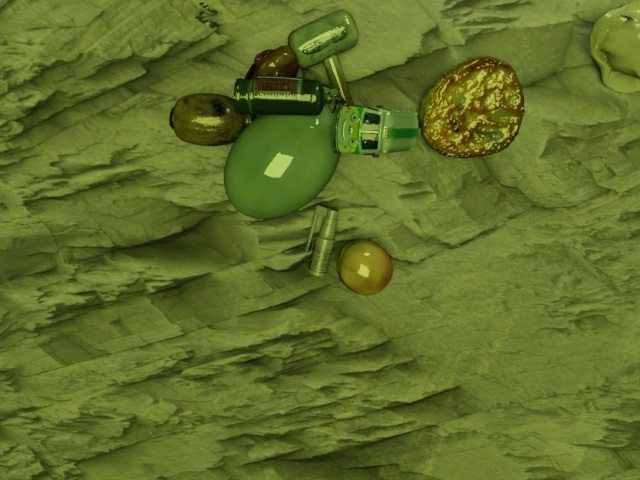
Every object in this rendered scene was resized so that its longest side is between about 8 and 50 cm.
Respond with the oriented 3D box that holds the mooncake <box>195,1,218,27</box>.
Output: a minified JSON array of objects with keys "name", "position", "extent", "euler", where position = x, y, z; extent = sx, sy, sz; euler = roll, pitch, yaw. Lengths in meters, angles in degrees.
[{"name":"mooncake","position":[-0.329,-0.782,1.389],"extent":[0.150,0.057,0.347],"euler":[16,109,10]}]

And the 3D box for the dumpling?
[{"name":"dumpling","position":[0.890,-0.533,1.404],"extent":[0.318,0.187,0.243],"euler":[15,146,5]}]

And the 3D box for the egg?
[{"name":"egg","position":[-0.103,-0.228,1.426],"extent":[0.276,0.276,0.389],"euler":[43,90,-10]}]

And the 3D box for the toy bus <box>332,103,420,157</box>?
[{"name":"toy bus","position":[0.158,-0.304,1.387],"extent":[0.164,0.276,0.134],"euler":[12,108,28]}]

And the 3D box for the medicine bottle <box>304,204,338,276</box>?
[{"name":"medicine bottle","position":[0.000,0.000,1.608],"extent":[0.092,0.061,0.221],"euler":[19,106,16]}]

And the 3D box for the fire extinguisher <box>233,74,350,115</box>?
[{"name":"fire extinguisher","position":[-0.069,-0.367,1.283],"extent":[0.294,0.118,0.093],"euler":[2,147,5]}]

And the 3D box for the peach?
[{"name":"peach","position":[0.140,0.086,1.567],"extent":[0.184,0.184,0.184],"euler":[0,106,1]}]

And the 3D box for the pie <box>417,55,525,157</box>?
[{"name":"pie","position":[0.448,-0.377,1.476],"extent":[0.315,0.092,0.315],"euler":[0,111,-1]}]

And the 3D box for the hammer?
[{"name":"hammer","position":[0.044,-0.481,1.448],"extent":[0.202,0.113,0.305],"euler":[-21,110,10]}]

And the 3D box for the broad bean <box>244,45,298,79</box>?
[{"name":"broad bean","position":[-0.143,-0.457,1.403],"extent":[0.156,0.228,0.122],"euler":[-30,85,-24]}]

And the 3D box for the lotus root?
[{"name":"lotus root","position":[-0.298,-0.351,1.471],"extent":[0.278,0.154,0.154],"euler":[2,106,-8]}]
